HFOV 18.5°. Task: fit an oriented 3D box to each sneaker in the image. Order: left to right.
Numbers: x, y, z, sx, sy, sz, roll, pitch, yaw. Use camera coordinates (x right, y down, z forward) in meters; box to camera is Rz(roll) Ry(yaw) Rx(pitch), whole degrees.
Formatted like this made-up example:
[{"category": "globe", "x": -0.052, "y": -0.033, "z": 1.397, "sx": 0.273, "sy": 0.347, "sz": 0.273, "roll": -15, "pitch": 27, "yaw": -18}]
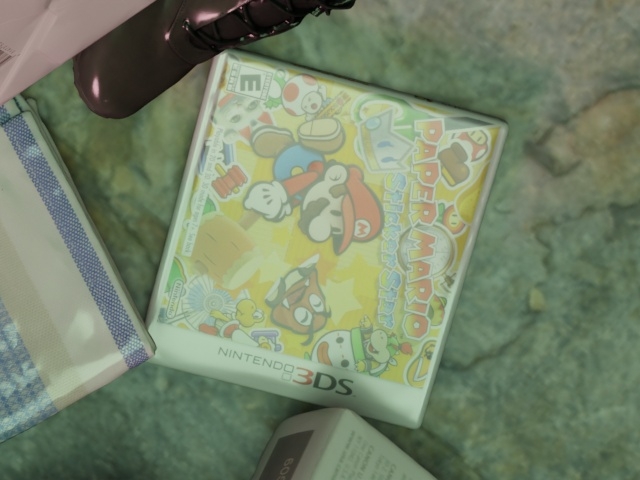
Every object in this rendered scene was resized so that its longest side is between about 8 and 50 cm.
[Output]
[{"category": "sneaker", "x": -0.043, "y": -0.177, "z": 1.243, "sx": 0.286, "sy": 0.109, "sz": 0.130, "roll": -47, "pitch": 65, "yaw": 10}]

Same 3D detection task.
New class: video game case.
[{"category": "video game case", "x": 0.000, "y": 0.000, "z": 1.347, "sx": 0.206, "sy": 0.026, "sz": 0.227, "roll": 14, "pitch": 101, "yaw": -5}]

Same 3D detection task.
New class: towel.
[{"category": "towel", "x": -0.273, "y": 0.051, "z": 1.301, "sx": 0.285, "sy": 0.034, "sz": 0.209, "roll": -29, "pitch": 84, "yaw": -3}]

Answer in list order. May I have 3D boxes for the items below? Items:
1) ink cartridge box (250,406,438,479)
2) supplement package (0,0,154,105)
[{"category": "ink cartridge box", "x": 0.067, "y": 0.346, "z": 1.318, "sx": 0.385, "sy": 0.091, "sz": 0.308, "roll": 42, "pitch": 54, "yaw": -23}, {"category": "supplement package", "x": -0.231, "y": -0.251, "z": 1.160, "sx": 0.175, "sy": 0.177, "sz": 0.293, "roll": -33, "pitch": 78, "yaw": 6}]
